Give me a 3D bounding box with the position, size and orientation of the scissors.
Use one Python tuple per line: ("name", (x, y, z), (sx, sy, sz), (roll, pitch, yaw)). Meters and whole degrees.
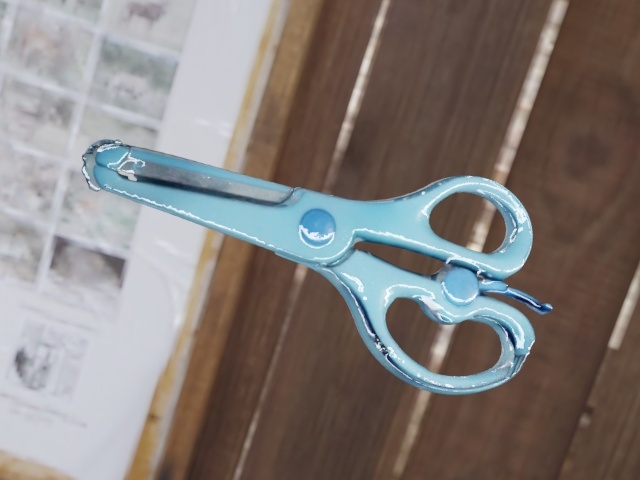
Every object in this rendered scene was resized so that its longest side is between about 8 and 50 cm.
("scissors", (0.000, 0.000, 1.126), (0.393, 0.180, 0.032), (18, -14, -11))
